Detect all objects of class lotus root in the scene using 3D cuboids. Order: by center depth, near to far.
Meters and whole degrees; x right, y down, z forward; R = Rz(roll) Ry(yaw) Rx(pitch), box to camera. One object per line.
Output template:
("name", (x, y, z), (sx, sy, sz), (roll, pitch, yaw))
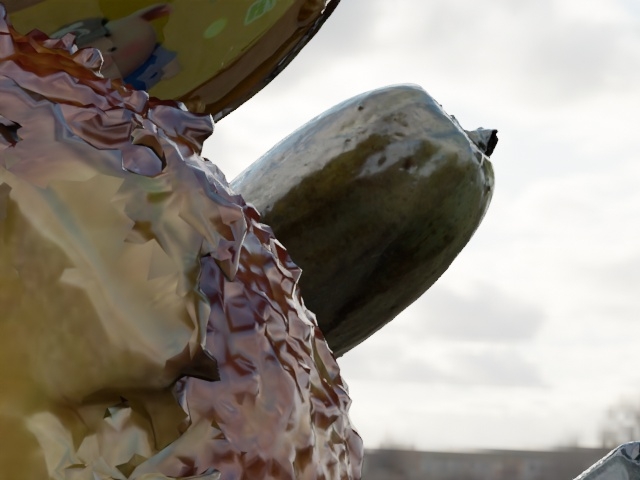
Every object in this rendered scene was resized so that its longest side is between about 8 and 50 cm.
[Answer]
("lotus root", (0.000, 0.000, 1.052), (0.124, 0.241, 0.123), (44, 16, -23))

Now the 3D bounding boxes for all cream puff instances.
("cream puff", (-0.139, 0.082, 0.568), (0.350, 0.350, 0.228), (0, 3, 20))

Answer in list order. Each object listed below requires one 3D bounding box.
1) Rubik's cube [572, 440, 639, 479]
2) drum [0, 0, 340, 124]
("Rubik's cube", (0.190, 0.228, 0.962), (0.233, 0.228, 0.229), (33, 10, -3))
("drum", (-0.175, -0.245, 0.789), (0.431, 0.431, 0.214), (2, -18, 6))
